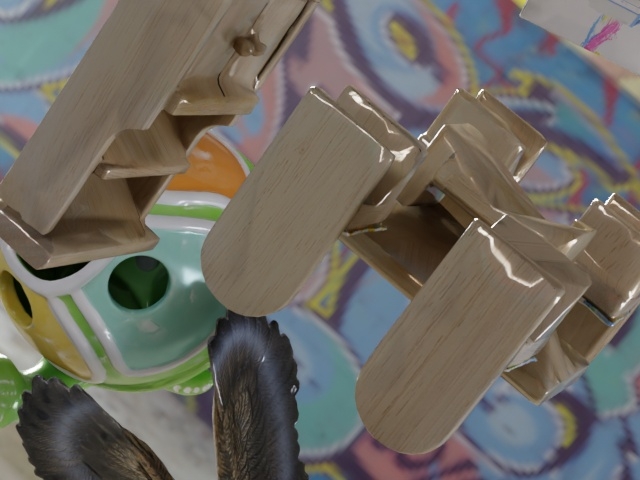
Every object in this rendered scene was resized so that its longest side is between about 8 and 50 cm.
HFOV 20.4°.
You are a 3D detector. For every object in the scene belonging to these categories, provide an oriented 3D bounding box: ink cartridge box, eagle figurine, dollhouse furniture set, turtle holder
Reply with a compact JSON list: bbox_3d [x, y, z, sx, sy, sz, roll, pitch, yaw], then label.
[{"bbox_3d":[0.210,-0.182,1.258,0.143,0.090,0.092,27,22,2],"label":"ink cartridge box"},{"bbox_3d":[-0.096,0.226,1.535,0.226,0.225,0.298,-7,66,-50],"label":"eagle figurine"},{"bbox_3d":[0.000,0.000,1.258,0.394,0.256,0.362,40,18,14],"label":"dollhouse furniture set"},{"bbox_3d":[-0.203,0.019,1.611,0.227,0.320,0.243,31,39,-65],"label":"turtle holder"}]
